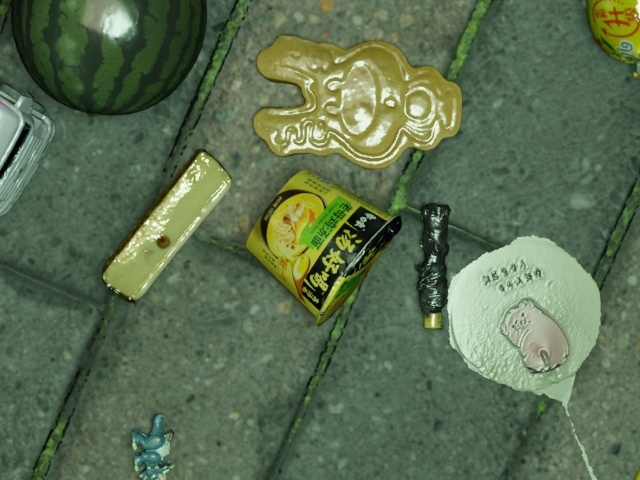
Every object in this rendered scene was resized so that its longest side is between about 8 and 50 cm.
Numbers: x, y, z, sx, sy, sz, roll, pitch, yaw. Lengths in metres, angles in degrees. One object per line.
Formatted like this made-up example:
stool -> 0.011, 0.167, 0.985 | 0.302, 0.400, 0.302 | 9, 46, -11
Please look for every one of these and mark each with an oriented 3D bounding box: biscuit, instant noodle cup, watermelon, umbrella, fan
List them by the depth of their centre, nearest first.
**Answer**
watermelon -> -0.224, -0.235, 1.351 | 0.212, 0.212, 0.212 | 0, 91, 0
instant noodle cup -> 0.000, 0.000, 1.393 | 0.122, 0.151, 0.151 | 39, 91, 11
biscuit -> -0.172, -0.016, 1.433 | 0.056, 0.052, 0.188 | 38, 92, -13
umbrella -> 0.127, 0.029, 1.438 | 0.040, 0.037, 0.144 | 2, 88, -13
biscuit -> 0.042, -0.155, 1.440 | 0.236, 0.040, 0.144 | 5, 96, 2
fan -> 0.262, 0.150, 1.453 | 0.182, 0.010, 0.310 | -24, 90, 0

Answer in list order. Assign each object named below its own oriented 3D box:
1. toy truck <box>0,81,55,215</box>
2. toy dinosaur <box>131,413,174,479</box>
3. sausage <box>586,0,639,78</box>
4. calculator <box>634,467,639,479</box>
toy truck -> -0.477, -0.165, 1.372 | 0.363, 0.178, 0.177 | 32, 91, -3
toy dinosaur -> -0.189, 0.239, 1.447 | 0.047, 0.030, 0.083 | -4, 92, -1
sausage -> 0.351, -0.352, 1.387 | 0.123, 0.123, 0.347 | -1, 92, 0
calculator -> 0.472, 0.302, 1.445 | 0.234, 0.032, 0.146 | 9, 91, 2
